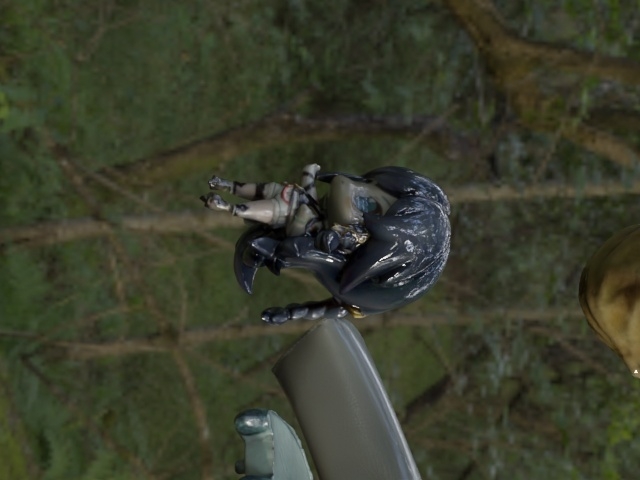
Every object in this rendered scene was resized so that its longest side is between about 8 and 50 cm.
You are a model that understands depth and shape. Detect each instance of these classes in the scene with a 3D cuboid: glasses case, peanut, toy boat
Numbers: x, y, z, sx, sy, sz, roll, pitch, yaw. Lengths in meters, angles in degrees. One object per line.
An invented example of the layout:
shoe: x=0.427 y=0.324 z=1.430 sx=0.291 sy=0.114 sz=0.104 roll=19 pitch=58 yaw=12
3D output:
glasses case: x=0.043 y=0.255 z=1.579 sx=0.083 sy=0.128 sz=0.308 roll=32 pitch=31 yaw=-57
peanut: x=0.356 y=0.078 z=1.024 sx=0.140 sy=0.325 sz=0.153 roll=-33 pitch=-143 yaw=55
toy boat: x=-0.066 y=0.271 z=1.423 sx=0.208 sy=0.079 sz=0.134 roll=60 pitch=20 yaw=-61

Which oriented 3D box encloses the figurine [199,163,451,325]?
figurine: x=0.012 y=-0.004 z=1.389 sx=0.197 sy=0.265 sz=0.175 roll=79 pitch=12 yaw=-55
